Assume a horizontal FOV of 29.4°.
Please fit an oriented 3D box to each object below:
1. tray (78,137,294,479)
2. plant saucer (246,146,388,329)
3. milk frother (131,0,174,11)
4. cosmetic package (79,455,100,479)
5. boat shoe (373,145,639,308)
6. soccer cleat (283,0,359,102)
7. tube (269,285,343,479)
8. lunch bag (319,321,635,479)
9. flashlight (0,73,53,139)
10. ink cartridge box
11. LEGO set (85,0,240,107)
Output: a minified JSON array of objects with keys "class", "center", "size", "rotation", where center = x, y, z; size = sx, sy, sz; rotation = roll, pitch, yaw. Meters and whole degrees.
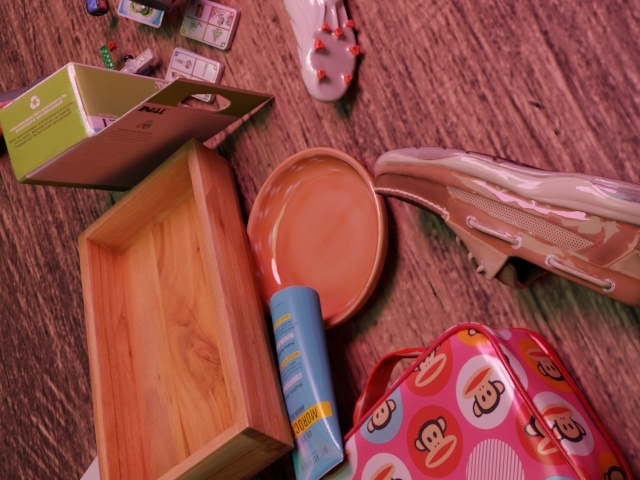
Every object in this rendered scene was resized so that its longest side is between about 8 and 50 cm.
[{"class":"tray","center":[-0.158,0.097,1.322],"size":[0.203,0.076,0.411],"rotation":[-38,44,22]},{"class":"plant saucer","center":[0.000,0.000,1.315],"size":[0.200,0.037,0.200],"rotation":[-8,78,41]},{"class":"milk frother","center":[-0.157,-0.334,1.428],"size":[0.143,0.129,0.135],"rotation":[18,88,32]},{"class":"cosmetic package","center":[-0.223,0.285,1.437],"size":[0.239,0.099,0.060],"rotation":[-54,52,24]},{"class":"boat shoe","center":[0.171,-0.015,1.106],"size":[0.324,0.123,0.116],"rotation":[16,97,44]},{"class":"soccer cleat","center":[-0.004,-0.238,1.339],"size":[0.076,0.068,0.196],"rotation":[-24,66,54]},{"class":"tube","center":[-0.013,0.144,1.212],"size":[0.080,0.052,0.207],"rotation":[-53,37,44]},{"class":"lunch bag","center":[0.117,0.219,1.120],"size":[0.293,0.120,0.258],"rotation":[-48,55,28]},{"class":"flashlight","center":[-0.440,-0.162,1.701],"size":[0.304,0.103,0.103],"rotation":[-5,107,41]},{"class":"ink cartridge box","center":[-0.212,-0.155,1.407],"size":[0.255,0.189,0.097],"rotation":[-28,75,28]},{"class":"LEGO set","center":[-0.212,-0.231,1.548],"size":[0.244,0.060,0.182],"rotation":[23,100,30]}]
